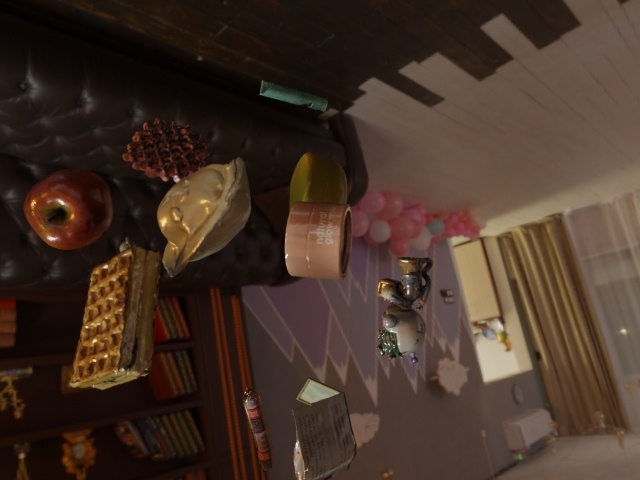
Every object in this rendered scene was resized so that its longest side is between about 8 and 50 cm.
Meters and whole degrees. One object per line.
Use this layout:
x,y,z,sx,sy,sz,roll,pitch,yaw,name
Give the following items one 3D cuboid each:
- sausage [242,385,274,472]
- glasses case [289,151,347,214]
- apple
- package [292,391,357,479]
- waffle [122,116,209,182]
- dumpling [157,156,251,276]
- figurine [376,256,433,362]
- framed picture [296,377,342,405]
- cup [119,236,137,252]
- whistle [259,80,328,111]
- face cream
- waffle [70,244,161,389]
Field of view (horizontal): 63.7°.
-0.088,0.277,0.744,0.028,0.025,0.198,-22,128,-20,sausage
-0.004,-0.145,1.558,0.141,0.371,0.173,19,119,-14,glasses case
-0.679,-0.088,1.425,0.229,0.230,0.230,-11,166,-3,apple
0.015,0.600,1.530,0.203,0.251,0.062,-7,-176,-40,package
-0.453,-0.268,1.538,0.234,0.221,0.055,22,147,3,waffle
-0.306,-0.044,1.358,0.233,0.316,0.395,30,138,-27,dumpling
0.295,0.250,1.878,0.186,0.382,0.261,5,-176,39,figurine
-0.008,0.592,1.966,0.136,0.010,0.201,23,139,0,framed picture
-0.612,0.031,1.677,0.054,0.075,0.083,13,-169,-40,cup
-0.068,-0.370,1.327,0.186,0.039,0.039,7,158,-31,whistle
0.000,0.000,0.998,0.104,0.149,0.149,4,169,12,face cream
-0.475,0.180,1.215,0.212,0.308,0.091,-23,147,34,waffle
